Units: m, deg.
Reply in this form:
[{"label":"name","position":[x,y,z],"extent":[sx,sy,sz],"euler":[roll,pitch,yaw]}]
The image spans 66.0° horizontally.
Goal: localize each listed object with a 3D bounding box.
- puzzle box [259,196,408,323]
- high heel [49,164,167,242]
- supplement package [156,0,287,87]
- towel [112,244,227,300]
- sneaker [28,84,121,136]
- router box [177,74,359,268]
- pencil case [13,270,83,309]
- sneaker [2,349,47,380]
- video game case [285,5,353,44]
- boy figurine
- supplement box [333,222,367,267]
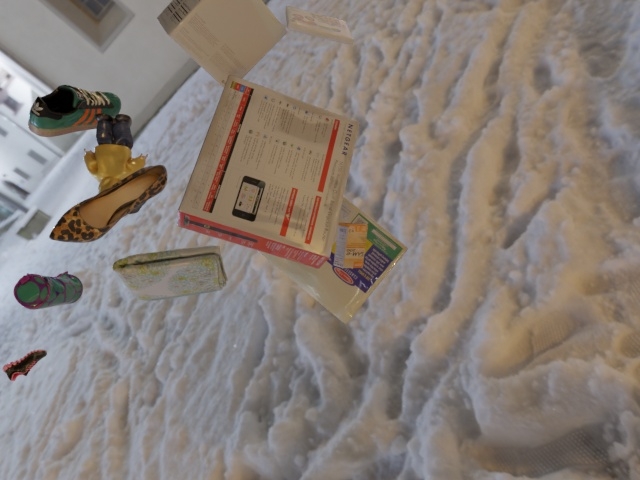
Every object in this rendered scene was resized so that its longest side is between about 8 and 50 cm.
[{"label":"puzzle box","position":[0.000,0.000,1.361],"extent":[0.272,0.409,0.052],"euler":[-51,-7,9]},{"label":"high heel","position":[-0.460,-0.090,1.085],"extent":[0.186,0.093,0.261],"euler":[-36,2,36]},{"label":"supplement package","position":[-0.231,-0.507,1.156],"extent":[0.203,0.194,0.149],"euler":[-43,46,8]},{"label":"towel","position":[-0.548,0.124,1.854],"extent":[0.320,0.375,0.090],"euler":[103,157,-63]},{"label":"sneaker","position":[-0.712,-0.402,1.466],"extent":[0.121,0.108,0.302],"euler":[-48,-3,41]},{"label":"router box","position":[-0.097,-0.143,1.022],"extent":[0.082,0.301,0.335],"euler":[130,156,-64]},{"label":"pencil case","position":[-0.525,0.095,0.959],"extent":[0.065,0.070,0.151],"euler":[-22,-3,-5]},{"label":"sneaker","position":[-0.840,0.359,1.411],"extent":[0.119,0.047,0.057],"euler":[-30,64,-17]},{"label":"video game case","position":[-0.005,-0.519,1.184],"extent":[0.143,0.157,0.019],"euler":[-98,21,-50]},{"label":"boy figurine","position":[-0.596,-0.228,1.442],"extent":[0.092,0.177,0.285],"euler":[139,126,-73]},{"label":"supplement box","position":[0.068,0.011,1.103],"extent":[0.036,0.062,0.098],"euler":[14,101,49]}]
